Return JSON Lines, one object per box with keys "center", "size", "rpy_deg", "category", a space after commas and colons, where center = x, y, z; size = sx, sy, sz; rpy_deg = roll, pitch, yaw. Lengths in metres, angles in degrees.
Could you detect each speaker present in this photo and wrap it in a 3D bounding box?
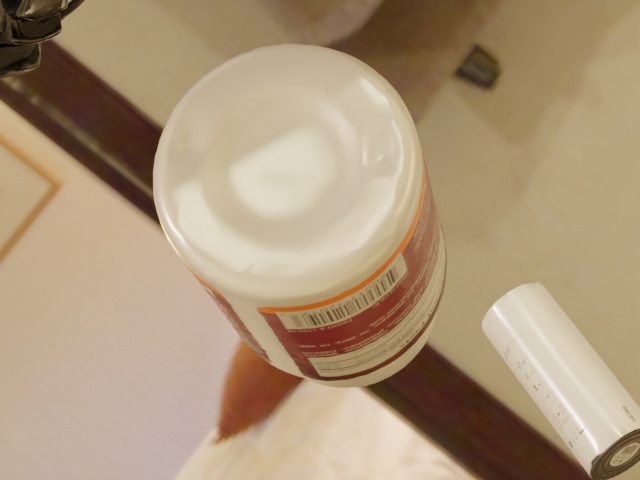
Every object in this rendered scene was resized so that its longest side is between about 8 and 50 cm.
{"center": [0.166, 0.093, 1.038], "size": [0.055, 0.136, 0.055], "rpy_deg": [-23, -35, -18], "category": "speaker"}

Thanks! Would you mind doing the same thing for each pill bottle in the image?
{"center": [0.000, 0.000, 1.405], "size": [0.224, 0.224, 0.392], "rpy_deg": [-53, -18, -10], "category": "pill bottle"}

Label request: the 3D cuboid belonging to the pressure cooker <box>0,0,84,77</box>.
{"center": [-0.452, -0.419, 1.865], "size": [0.420, 0.370, 0.375], "rpy_deg": [5, 61, 46], "category": "pressure cooker"}
